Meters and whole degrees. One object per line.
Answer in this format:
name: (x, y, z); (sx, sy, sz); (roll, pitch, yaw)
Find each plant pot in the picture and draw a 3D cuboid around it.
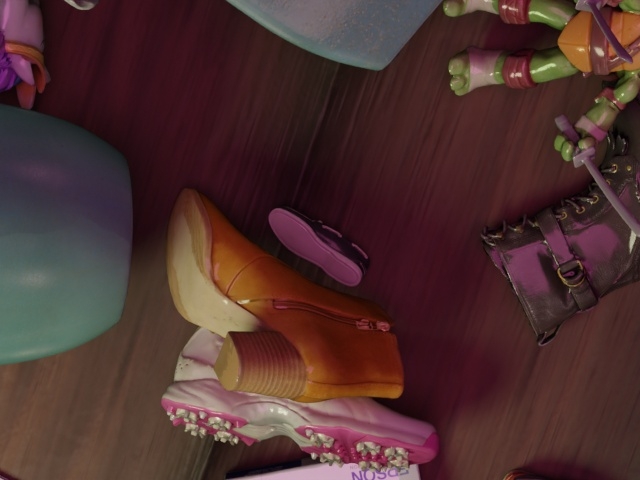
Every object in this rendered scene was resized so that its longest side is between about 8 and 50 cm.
plant pot: (-0.322, -0.004, 1.603); (0.235, 0.293, 0.293); (3, 97, -16)
plant pot: (0.006, -0.312, 1.590); (0.252, 0.248, 0.247); (40, 95, -17)

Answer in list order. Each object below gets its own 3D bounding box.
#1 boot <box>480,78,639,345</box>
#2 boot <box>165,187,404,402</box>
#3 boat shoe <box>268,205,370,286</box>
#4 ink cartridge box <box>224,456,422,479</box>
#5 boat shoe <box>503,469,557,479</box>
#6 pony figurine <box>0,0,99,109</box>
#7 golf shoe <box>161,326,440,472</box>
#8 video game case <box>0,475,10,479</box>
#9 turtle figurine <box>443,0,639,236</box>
boot: (0.283, -0.037, 1.691); (0.229, 0.091, 0.263); (-20, 91, 8)
boot: (-0.038, 0.063, 1.674); (0.211, 0.295, 0.104); (5, 131, -30)
boat shoe: (0.000, 0.000, 1.718); (0.125, 0.038, 0.046); (34, 136, 2)
ink cartridge box: (0.018, 0.353, 1.752); (0.223, 0.045, 0.224); (-12, 96, 1)
boat shoe: (0.273, 0.292, 1.747); (0.137, 0.043, 0.049); (16, 94, -3)
pony figurine: (-0.327, -0.319, 1.540); (0.303, 0.351, 0.363); (9, 93, 14)
golf shoe: (-0.014, 0.164, 1.690); (0.306, 0.115, 0.140); (13, 65, 1)
video game case: (-0.381, 0.308, 1.765); (0.122, 0.011, 0.087); (28, 96, -3)
turtle figurine: (0.242, -0.184, 1.573); (0.266, 0.198, 0.275); (12, 65, 32)
